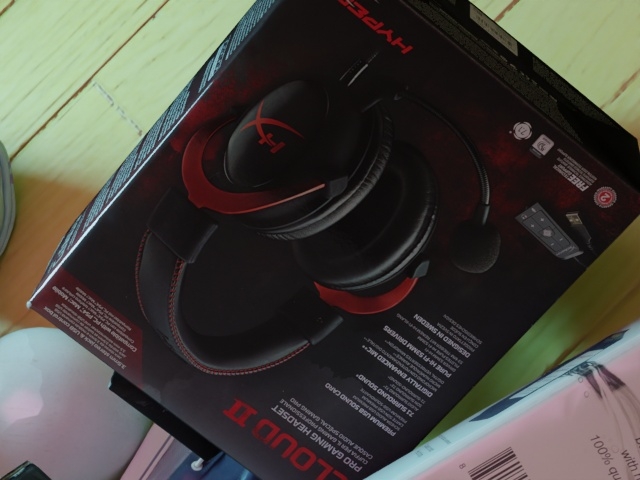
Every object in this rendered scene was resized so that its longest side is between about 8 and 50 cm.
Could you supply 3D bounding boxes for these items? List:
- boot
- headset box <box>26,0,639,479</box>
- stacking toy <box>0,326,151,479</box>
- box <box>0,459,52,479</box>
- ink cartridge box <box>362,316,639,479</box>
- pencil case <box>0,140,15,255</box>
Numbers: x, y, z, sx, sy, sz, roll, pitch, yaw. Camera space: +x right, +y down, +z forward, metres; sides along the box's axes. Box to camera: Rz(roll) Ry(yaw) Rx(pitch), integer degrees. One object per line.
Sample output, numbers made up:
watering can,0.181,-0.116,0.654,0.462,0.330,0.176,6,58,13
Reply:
boot,-0.095,0.192,1.188,0.086,0.069,0.190,24,80,29
headset box,0.000,0.000,1.048,0.218,0.110,0.293,39,110,-10
stacking toy,-0.348,0.115,1.227,0.479,0.350,0.351,3,72,6
box,-0.127,0.367,1.026,0.395,0.097,0.318,44,93,1
ink cartridge box,0.154,0.146,0.975,0.237,0.100,0.172,-30,89,-2
pencil case,-0.347,-0.041,1.345,0.273,0.113,0.124,14,36,27
